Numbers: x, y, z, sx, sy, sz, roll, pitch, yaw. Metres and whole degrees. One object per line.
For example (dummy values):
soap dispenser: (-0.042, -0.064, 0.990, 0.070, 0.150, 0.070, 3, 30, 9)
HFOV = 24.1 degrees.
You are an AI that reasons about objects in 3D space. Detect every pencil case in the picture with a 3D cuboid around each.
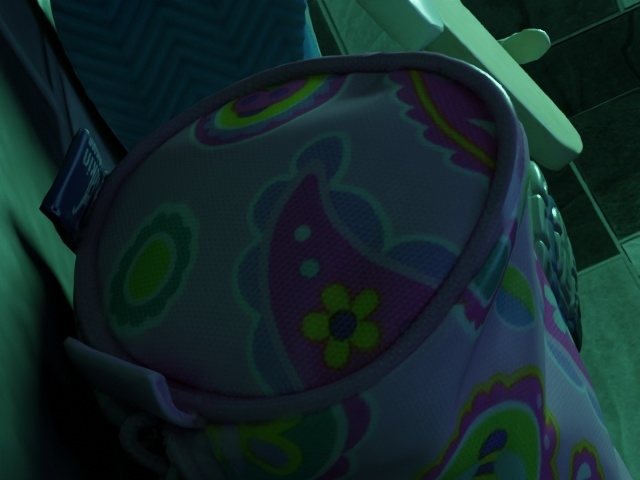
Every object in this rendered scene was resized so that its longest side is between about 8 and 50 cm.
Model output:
pencil case: (0.034, 0.079, 0.422, 0.124, 0.124, 0.284, -109, 173, -47)

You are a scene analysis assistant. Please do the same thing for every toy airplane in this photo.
toy airplane: (0.001, -0.230, 1.016, 0.384, 0.272, 0.386, 5, 63, -41)

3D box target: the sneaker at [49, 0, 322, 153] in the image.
sneaker: (-0.040, -0.062, 0.531, 0.092, 0.087, 0.229, -120, -170, -59)

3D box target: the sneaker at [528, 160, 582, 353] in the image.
sneaker: (0.059, 0.091, 0.711, 0.297, 0.129, 0.111, -82, 155, -46)
